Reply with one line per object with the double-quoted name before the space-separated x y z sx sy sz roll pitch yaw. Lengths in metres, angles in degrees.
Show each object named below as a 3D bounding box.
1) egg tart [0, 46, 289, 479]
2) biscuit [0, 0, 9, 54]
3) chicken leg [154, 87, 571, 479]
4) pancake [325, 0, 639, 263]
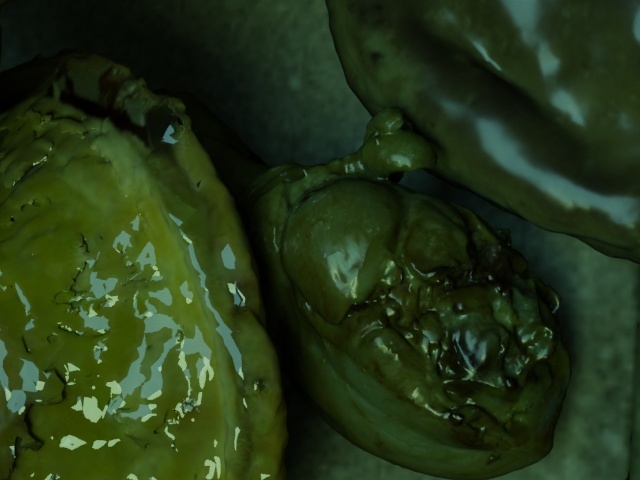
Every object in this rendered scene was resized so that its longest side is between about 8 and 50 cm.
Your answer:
"egg tart" -0.108 0.048 0.739 0.241 0.106 0.241 12 105 50
"biscuit" -0.210 -0.203 0.696 0.394 0.076 0.368 50 132 39
"chicken leg" 0.000 0.000 0.729 0.088 0.103 0.228 -34 59 -22
"pancake" 0.130 -0.126 0.707 0.294 0.049 0.294 -6 77 27
